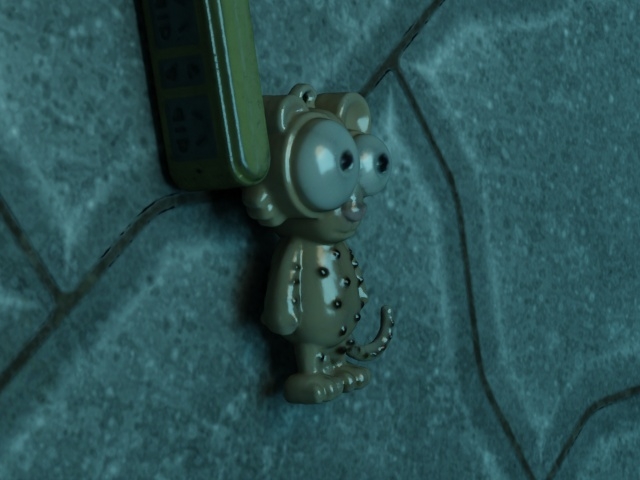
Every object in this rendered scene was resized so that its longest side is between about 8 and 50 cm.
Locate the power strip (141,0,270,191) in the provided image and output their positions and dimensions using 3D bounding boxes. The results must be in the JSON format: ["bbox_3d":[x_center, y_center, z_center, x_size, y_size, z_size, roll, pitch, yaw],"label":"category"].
[{"bbox_3d":[-0.110,-0.232,1.582,0.066,0.092,0.387,-14,97,-46],"label":"power strip"}]

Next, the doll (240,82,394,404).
[{"bbox_3d":[-0.001,0.001,1.685,0.154,0.119,0.278,-28,114,-49],"label":"doll"}]
